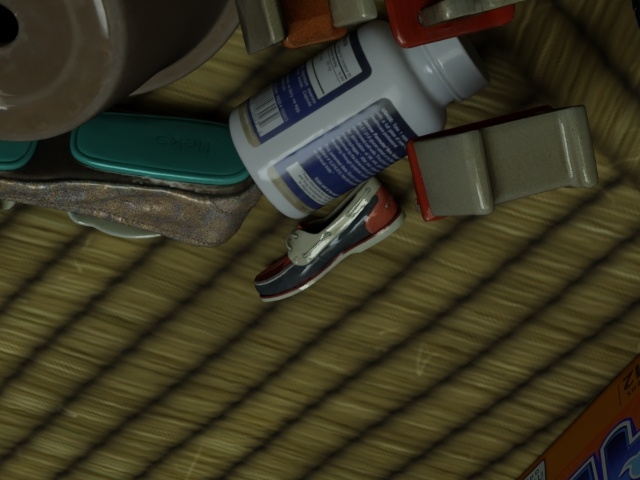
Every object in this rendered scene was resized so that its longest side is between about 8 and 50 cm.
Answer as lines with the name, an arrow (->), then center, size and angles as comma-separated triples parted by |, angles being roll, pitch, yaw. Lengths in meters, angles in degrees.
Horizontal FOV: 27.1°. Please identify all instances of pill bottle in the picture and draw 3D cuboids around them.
pill bottle -> 0.029, -0.094, 0.929 | 0.169, 0.094, 0.094 | -31, 115, 16

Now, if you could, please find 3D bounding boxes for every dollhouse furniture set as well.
dollhouse furniture set -> 0.080, -0.147, 0.816 | 0.262, 0.135, 0.259 | -14, 96, -13

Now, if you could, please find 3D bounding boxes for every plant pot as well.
plant pot -> -0.171, -0.175, 0.825 | 0.263, 0.229, 0.263 | 3, 124, 5

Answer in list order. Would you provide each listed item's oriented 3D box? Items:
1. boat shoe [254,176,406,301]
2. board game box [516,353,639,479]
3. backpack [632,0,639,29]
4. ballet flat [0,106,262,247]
boat shoe -> 0.000, 0.000, 1.023 | 0.137, 0.049, 0.043 | -32, 111, 20
board game box -> 0.387, 0.275, 0.975 | 0.357, 0.356, 0.356 | 29, 120, -12
backpack -> 0.256, -0.177, 0.851 | 0.084, 0.105, 0.114 | 23, 127, -7
ballet flat -> -0.201, -0.054, 0.982 | 0.316, 0.107, 0.106 | 15, 141, -3
